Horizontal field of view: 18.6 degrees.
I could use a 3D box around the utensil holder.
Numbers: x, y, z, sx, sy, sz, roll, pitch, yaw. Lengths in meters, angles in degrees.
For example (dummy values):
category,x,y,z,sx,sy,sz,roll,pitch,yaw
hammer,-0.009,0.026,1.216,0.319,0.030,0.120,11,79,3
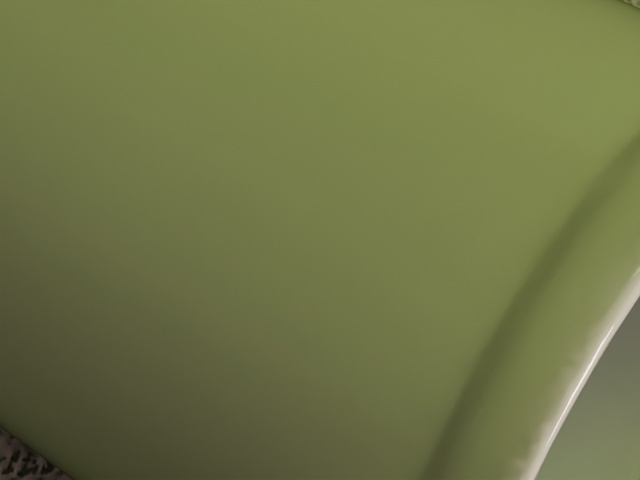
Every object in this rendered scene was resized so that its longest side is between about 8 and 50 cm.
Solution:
category,x,y,z,sx,sy,sz,roll,pitch,yaw
utensil holder,0.000,0.000,0.903,0.385,0.328,0.327,30,34,25
